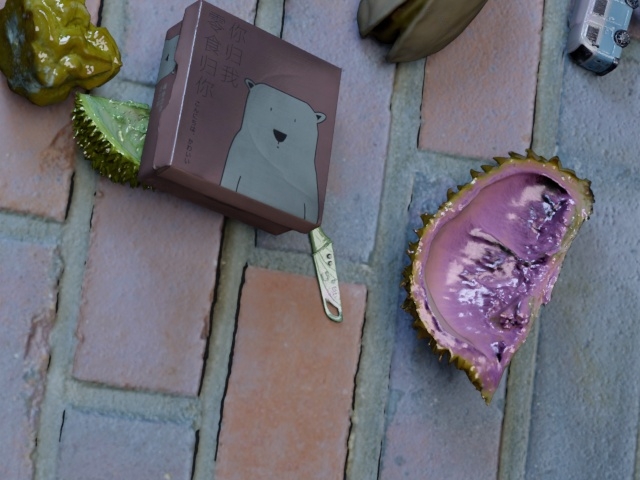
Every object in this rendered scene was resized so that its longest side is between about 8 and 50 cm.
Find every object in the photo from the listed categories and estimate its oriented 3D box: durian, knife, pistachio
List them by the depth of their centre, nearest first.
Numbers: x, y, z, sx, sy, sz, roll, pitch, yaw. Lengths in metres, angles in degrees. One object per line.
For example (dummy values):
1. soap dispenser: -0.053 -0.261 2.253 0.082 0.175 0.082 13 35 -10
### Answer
1. durian: -0.196 -0.106 1.533 0.215 0.086 0.100 18 87 -34
2. knife: 0.000 0.000 1.624 0.030 0.014 0.207 -11 88 -16
3. durian: 0.200 0.020 1.633 0.191 0.112 0.341 30 68 -1
4. pistachio: 0.144 -0.327 1.639 0.138 0.153 0.238 39 102 1

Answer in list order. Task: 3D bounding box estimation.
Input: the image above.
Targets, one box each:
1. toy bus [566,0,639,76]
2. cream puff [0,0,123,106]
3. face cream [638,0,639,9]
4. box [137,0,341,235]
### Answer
1. toy bus: 0.367 -0.286 1.735 0.075 0.060 0.122 20 77 -10
2. cream puff: -0.298 -0.225 1.510 0.116 0.146 0.146 -4 85 -33
3. face cream: 0.531 -0.347 1.752 0.269 0.082 0.082 -22 90 -29
4. box: -0.093 -0.135 1.526 0.215 0.086 0.215 22 65 -32
